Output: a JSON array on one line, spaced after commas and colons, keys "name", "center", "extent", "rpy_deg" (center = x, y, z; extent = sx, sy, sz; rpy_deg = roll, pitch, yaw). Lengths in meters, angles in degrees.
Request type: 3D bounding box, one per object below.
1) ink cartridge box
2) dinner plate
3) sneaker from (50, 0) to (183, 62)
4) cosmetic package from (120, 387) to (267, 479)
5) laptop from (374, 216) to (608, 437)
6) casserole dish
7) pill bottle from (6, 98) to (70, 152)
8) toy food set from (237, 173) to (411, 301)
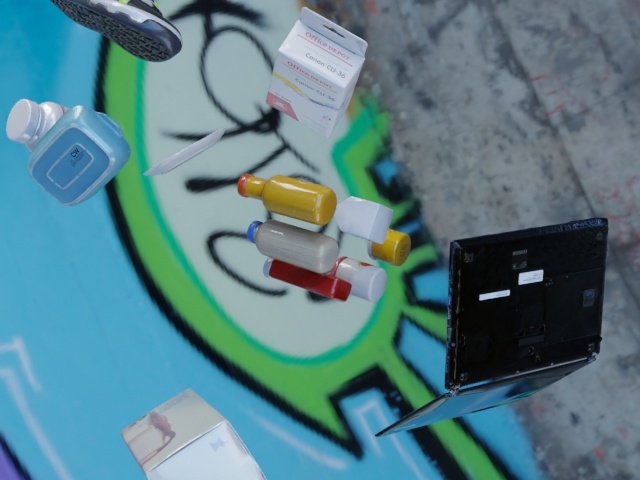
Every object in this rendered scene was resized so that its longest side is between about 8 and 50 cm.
[{"name": "ink cartridge box", "center": [-0.007, -0.245, 1.806], "extent": [0.115, 0.067, 0.198], "rpy_deg": [29, 156, 4]}, {"name": "dinner plate", "center": [-0.195, -0.126, 1.801], "extent": [0.141, 0.141, 0.017], "rpy_deg": [-23, 100, 56]}, {"name": "sneaker", "center": [-0.216, -0.272, 1.323], "extent": [0.235, 0.097, 0.084], "rpy_deg": [32, 169, 38]}, {"name": "cosmetic package", "center": [-0.171, 0.314, 1.689], "extent": [0.153, 0.129, 0.296], "rpy_deg": [60, 167, -8]}, {"name": "laptop", "center": [0.197, 0.102, 1.419], "extent": [0.137, 0.234, 0.264], "rpy_deg": [19, 113, 53]}, {"name": "casserole dish", "center": [-0.357, -0.116, 1.789], "extent": [0.114, 0.037, 0.188], "rpy_deg": [43, 127, -13]}, {"name": "pill bottle", "center": [-0.402, -0.164, 1.913], "extent": [0.087, 0.160, 0.087], "rpy_deg": [-18, 64, 42]}, {"name": "toy food set", "center": [0.000, 0.000, 1.320], "extent": [0.105, 0.232, 0.111], "rpy_deg": [17, 90, 29]}]
